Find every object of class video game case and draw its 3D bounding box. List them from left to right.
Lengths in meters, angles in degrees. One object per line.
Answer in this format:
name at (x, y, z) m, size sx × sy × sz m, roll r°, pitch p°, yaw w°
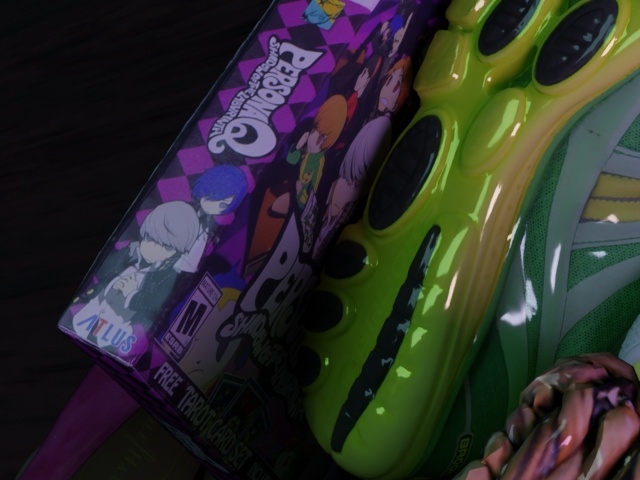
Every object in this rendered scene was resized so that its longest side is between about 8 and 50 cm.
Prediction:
video game case at (0.000, 0.000, 0.641) m, size 0.042 × 0.232 × 0.210 m, roll 26°, pitch 73°, yaw 24°

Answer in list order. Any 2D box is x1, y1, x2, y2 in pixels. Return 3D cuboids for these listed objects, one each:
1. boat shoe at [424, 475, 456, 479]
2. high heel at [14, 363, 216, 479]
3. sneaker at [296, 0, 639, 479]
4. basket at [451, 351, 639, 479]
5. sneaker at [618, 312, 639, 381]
boat shoe at (0.012, 0.144, 0.663) m, size 0.183 × 0.066 × 0.066 m, roll -39°, pitch 38°, yaw 23°
high heel at (-0.111, 0.173, 0.683) m, size 0.181 × 0.127 × 0.377 m, roll -41°, pitch 25°, yaw 30°
sneaker at (0.100, -0.032, 0.587) m, size 0.295 × 0.123 × 0.109 m, roll -58°, pitch 41°, yaw 14°
basket at (0.086, 0.205, 0.351) m, size 0.223 × 0.213 × 0.299 m, roll 35°, pitch 91°, yaw 33°
sneaker at (0.152, 0.102, 0.536) m, size 0.126 × 0.091 × 0.240 m, roll 31°, pitch 87°, yaw 36°
